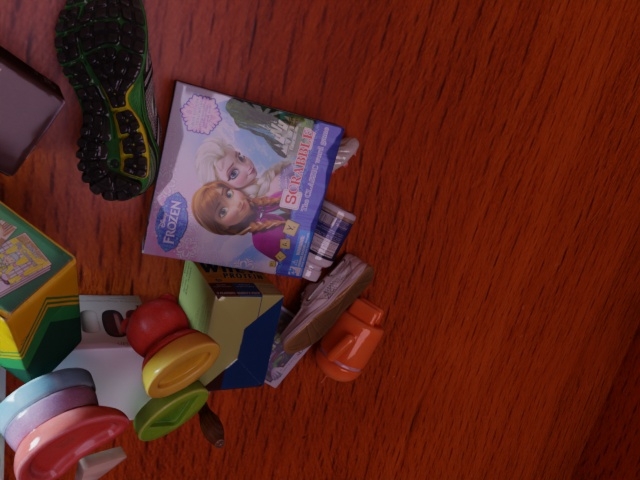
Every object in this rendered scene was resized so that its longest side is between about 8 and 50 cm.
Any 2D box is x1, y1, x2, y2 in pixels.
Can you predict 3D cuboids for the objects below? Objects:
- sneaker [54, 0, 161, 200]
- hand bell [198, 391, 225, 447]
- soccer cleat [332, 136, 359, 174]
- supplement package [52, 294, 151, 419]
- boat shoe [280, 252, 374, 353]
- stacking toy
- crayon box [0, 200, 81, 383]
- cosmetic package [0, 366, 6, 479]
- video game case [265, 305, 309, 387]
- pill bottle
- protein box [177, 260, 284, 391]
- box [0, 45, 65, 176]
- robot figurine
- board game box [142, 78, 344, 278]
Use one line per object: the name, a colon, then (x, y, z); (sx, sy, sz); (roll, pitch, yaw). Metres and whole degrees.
sneaker: (-0.331, -0.238, 0.843); (0.134, 0.146, 0.343); (0, 98, -3)
hand bell: (-0.242, 0.335, 1.057); (0.126, 0.242, 0.126); (-12, 117, -25)
soccer cleat: (-0.005, -0.167, 1.084); (0.196, 0.068, 0.076); (-35, 121, -9)
supplement package: (-0.411, 0.204, 0.928); (0.194, 0.203, 0.149); (4, 109, -31)
boat shoe: (0.000, 0.140, 1.204); (0.277, 0.096, 0.098); (-43, 149, -16)
stacking toy: (-0.320, 0.236, 0.817); (0.309, 0.130, 0.279); (-30, 155, -26)
crayon box: (-0.480, 0.010, 0.653); (0.363, 0.313, 0.106); (37, 56, -1)
cosmetic package: (-0.572, 0.408, 0.818); (0.097, 0.377, 0.284); (14, 102, -34)
video game case: (-0.114, 0.241, 1.223); (0.173, 0.022, 0.190); (-50, 125, -2)
pill bottle: (0.000, 0.000, 1.140); (0.094, 0.094, 0.169); (23, 99, -35)
protein box: (-0.190, 0.153, 1.032); (0.136, 0.201, 0.200); (4, 109, -31)
box: (-0.541, -0.256, 0.664); (0.381, 0.191, 0.143); (38, 90, -36)
robot figurine: (0.068, 0.247, 1.265); (0.128, 0.158, 0.219); (25, 98, -18)
board game box: (-0.148, -0.104, 0.994); (0.318, 0.066, 0.318); (10, 105, -20)
